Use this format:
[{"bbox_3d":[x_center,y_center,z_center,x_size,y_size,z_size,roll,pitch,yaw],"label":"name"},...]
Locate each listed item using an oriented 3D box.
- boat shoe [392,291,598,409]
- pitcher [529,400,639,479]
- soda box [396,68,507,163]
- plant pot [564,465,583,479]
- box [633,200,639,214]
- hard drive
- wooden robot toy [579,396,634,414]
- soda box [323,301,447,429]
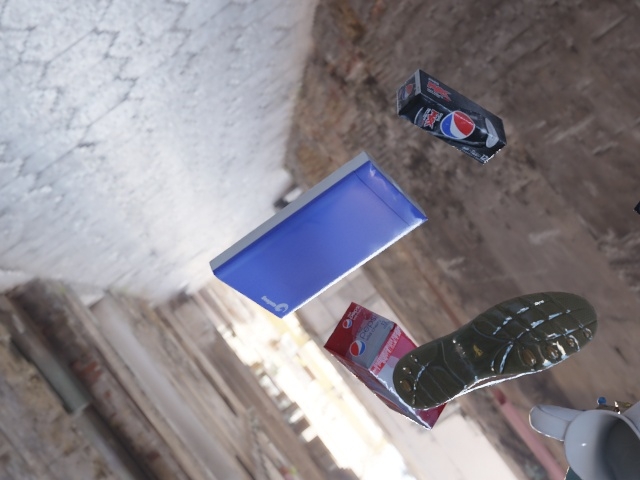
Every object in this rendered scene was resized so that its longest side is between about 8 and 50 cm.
[{"bbox_3d":[0.147,0.090,0.839,0.178,0.064,0.060,-23,173,7],"label":"boat shoe"},{"bbox_3d":[0.338,0.207,1.021,0.207,0.125,0.178,5,-167,-33],"label":"pitcher"},{"bbox_3d":[0.193,-0.180,1.443,0.053,0.169,0.060,-43,-147,38],"label":"soda box"},{"bbox_3d":[0.622,0.477,1.716,0.341,0.341,0.334,-38,-170,-18],"label":"plant pot"},{"bbox_3d":[0.409,-0.023,1.128,0.083,0.067,0.018,-5,134,-40],"label":"box"},{"bbox_3d":[0.000,0.000,1.653,0.319,0.040,0.210,-35,141,14],"label":"hard drive"},{"bbox_3d":[0.384,0.265,1.309,0.173,0.076,0.079,-6,108,-59],"label":"wooden robot toy"},{"bbox_3d":[0.111,0.197,1.510,0.083,0.092,0.263,-56,142,-13],"label":"soda box"}]
